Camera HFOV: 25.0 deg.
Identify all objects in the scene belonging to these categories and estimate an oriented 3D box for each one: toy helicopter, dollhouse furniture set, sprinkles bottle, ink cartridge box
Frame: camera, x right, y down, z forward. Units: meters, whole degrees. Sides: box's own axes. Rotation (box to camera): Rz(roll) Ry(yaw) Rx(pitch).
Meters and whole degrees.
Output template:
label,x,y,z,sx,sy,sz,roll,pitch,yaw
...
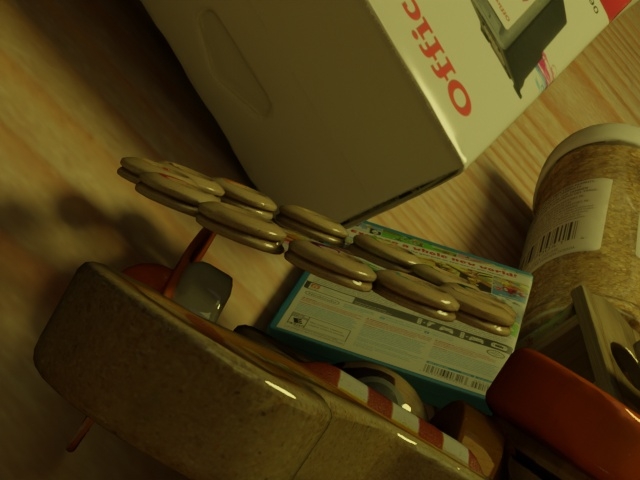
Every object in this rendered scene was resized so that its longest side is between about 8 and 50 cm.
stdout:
label,x,y,z,sx,sy,sz,roll,pitch,yaw
toy helicopter,-0.011,0.058,0.535,0.235,0.140,0.355,33,-2,21
dollhouse furniture set,0.186,0.102,0.804,0.161,0.182,0.101,38,28,-29
sprinkles bottle,0.195,0.026,1.003,0.121,0.121,0.355,49,25,-9
ink cartridge box,0.046,-0.170,0.866,0.226,0.131,0.306,58,38,-10

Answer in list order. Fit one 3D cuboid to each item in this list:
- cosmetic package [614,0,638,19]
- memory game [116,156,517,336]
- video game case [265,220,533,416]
label,x,y,z,sx,sy,sz,roll,pitch,yaw
cosmetic package,0.313,-0.291,1.500,0.099,0.239,0.060,12,45,-57
memory game,0.000,0.000,0.627,0.186,0.012,0.186,22,5,-2
video game case,0.048,0.036,0.774,0.119,0.015,0.166,18,24,7
